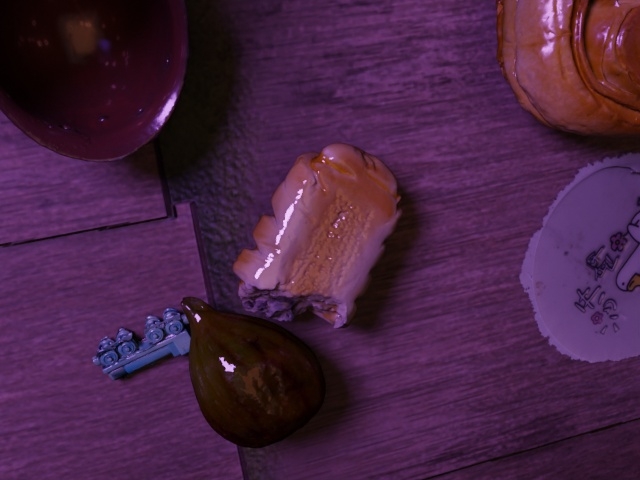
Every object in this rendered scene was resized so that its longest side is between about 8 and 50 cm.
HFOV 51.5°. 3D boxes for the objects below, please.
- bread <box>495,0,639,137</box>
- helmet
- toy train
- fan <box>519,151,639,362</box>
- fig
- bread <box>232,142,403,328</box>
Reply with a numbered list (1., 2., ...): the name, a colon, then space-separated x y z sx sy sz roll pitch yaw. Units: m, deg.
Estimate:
1. bread: 0.258 -0.214 0.607 0.198 0.120 0.236 3 98 -16
2. helmet: -0.184 -0.155 0.514 0.155 0.106 0.175 -25 115 -14
3. toy train: -0.159 0.095 0.602 0.092 0.029 0.045 -26 120 -5
4. fan: 0.384 -0.043 0.720 0.233 0.012 0.414 39 91 -17
5. fig: -0.068 0.108 0.591 0.109 0.103 0.154 -36 96 -43
6. bread: 0.000 0.000 0.595 0.119 0.084 0.177 29 90 -18
